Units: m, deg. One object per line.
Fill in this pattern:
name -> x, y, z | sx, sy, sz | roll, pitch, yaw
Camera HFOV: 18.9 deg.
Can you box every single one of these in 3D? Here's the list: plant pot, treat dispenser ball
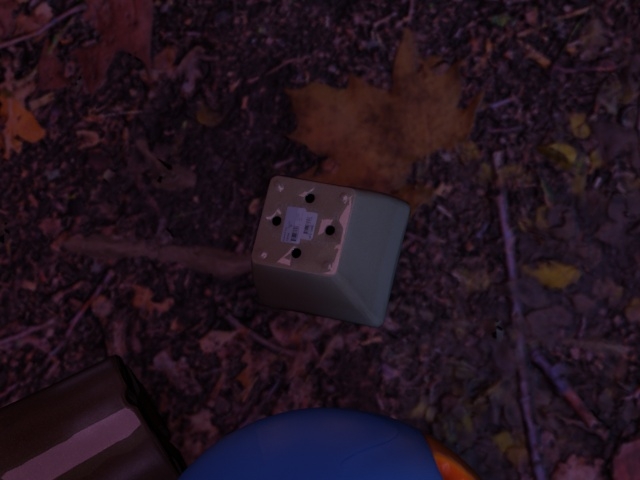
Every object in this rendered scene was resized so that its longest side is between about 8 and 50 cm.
plant pot -> -0.203, 0.184, 1.542 | 0.165, 0.167, 0.167 | -31, 69, -1
treat dispenser ball -> 0.007, 0.264, 1.381 | 0.288, 0.288, 0.288 | -4, 75, 16
plant pot -> 0.000, 0.000, 1.555 | 0.109, 0.096, 0.109 | 10, 79, 18
